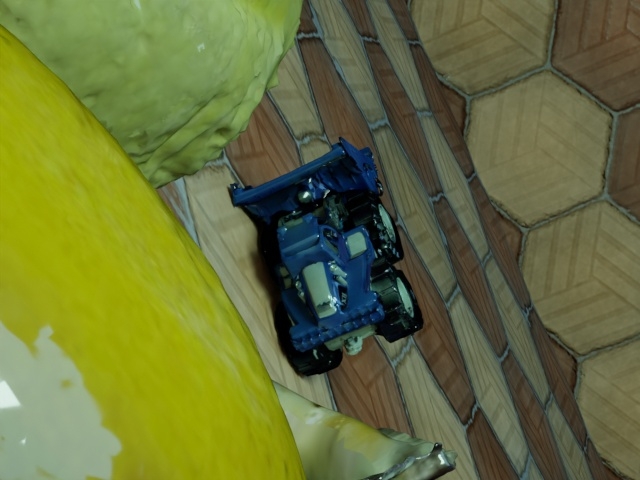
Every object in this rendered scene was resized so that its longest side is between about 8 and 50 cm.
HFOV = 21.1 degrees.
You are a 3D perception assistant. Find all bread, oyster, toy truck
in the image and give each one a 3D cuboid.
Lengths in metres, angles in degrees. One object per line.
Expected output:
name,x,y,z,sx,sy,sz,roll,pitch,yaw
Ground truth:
bread,-0.137,-0.177,0.917,0.320,0.237,0.320,55,20,-31
oyster,-0.033,0.128,1.000,0.271,0.275,0.100,26,84,-51
toy truck,0.000,0.000,1.456,0.126,0.113,0.208,50,20,-48

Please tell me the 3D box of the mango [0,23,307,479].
mango,-0.162,0.020,0.534,0.445,0.221,0.301,59,17,-19
